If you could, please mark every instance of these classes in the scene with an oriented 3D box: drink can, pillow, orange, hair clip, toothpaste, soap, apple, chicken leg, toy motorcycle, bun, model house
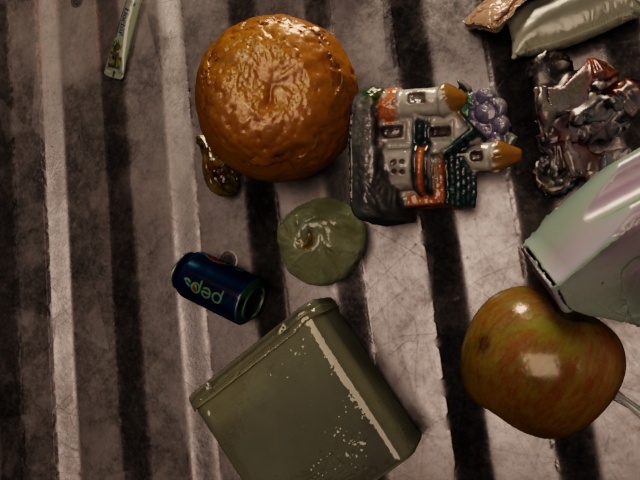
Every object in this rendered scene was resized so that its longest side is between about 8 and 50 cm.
[{"bbox_3d":[-0.232,0.104,1.255,0.204,0.118,0.118,21,92,19],"label":"drink can"},{"bbox_3d":[0.400,-0.510,1.107,0.232,0.043,0.126,-43,29,10],"label":"pillow"},{"bbox_3d":[-0.087,-0.286,1.154,0.340,0.293,0.341,0,91,3],"label":"orange"},{"bbox_3d":[0.485,-0.445,1.077,0.253,0.078,0.144,-16,60,18],"label":"pillow"},{"bbox_3d":[0.320,-0.253,1.136,0.195,0.052,0.124,39,108,24],"label":"hair clip"},{"bbox_3d":[0.563,0.301,0.995,0.115,0.039,0.030,36,91,21],"label":"hair clip"},{"bbox_3d":[-0.515,-0.555,1.468,0.067,0.037,0.256,20,95,20],"label":"toothpaste"},{"bbox_3d":[0.570,-0.025,0.894,0.446,0.261,0.156,-30,36,13],"label":"soap"},{"bbox_3d":[0.371,0.216,0.961,0.264,0.264,0.265,-2,84,19],"label":"apple"},{"bbox_3d":[-0.248,-0.186,1.323,0.093,0.070,0.178,-34,65,7],"label":"chicken leg"},{"bbox_3d":[0.495,-0.166,1.018,0.207,0.134,0.402,-3,82,25],"label":"toy motorcycle"},{"bbox_3d":[0.000,0.000,1.184,0.195,0.118,0.196,-3,81,17],"label":"bun"},{"bbox_3d":[0.225,-0.168,1.063,0.300,0.190,0.272,0,85,27],"label":"model house"}]

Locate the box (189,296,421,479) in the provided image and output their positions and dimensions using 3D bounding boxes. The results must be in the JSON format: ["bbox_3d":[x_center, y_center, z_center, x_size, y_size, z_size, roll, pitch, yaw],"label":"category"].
[{"bbox_3d":[-0.033,0.356,1.129,0.352,0.177,0.344,-38,75,11],"label":"box"}]
